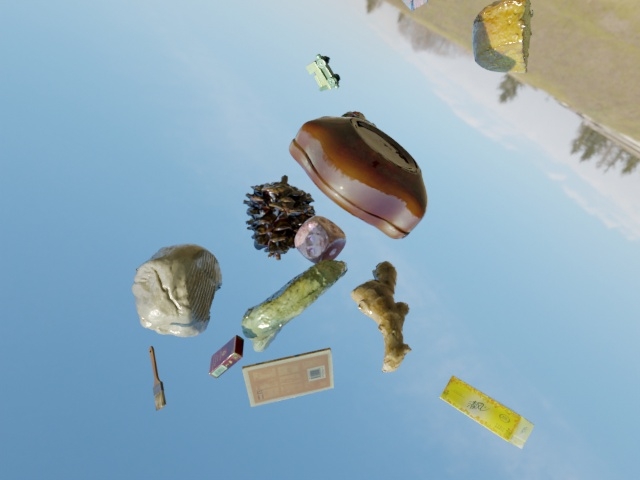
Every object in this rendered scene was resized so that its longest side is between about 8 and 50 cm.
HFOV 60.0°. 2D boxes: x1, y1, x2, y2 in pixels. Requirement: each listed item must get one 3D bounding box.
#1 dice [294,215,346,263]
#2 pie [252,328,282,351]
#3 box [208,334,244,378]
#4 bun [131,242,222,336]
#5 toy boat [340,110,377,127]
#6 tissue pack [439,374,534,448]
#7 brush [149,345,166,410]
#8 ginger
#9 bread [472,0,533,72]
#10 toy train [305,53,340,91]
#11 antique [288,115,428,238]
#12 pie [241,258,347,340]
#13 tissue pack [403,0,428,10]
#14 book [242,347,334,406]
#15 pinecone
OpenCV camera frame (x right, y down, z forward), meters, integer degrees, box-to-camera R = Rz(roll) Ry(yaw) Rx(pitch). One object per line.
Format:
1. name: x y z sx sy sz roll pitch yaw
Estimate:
1. dice: 0.000 0.000 1.340 0.091 0.093 0.094 44 -162 25
2. pie: -0.164 0.301 2.096 0.071 0.306 0.306 36 -155 3
3. box: -0.189 0.234 1.115 0.023 0.082 0.052 38 -156 -26
4. bun: -0.424 0.138 1.600 0.204 0.282 0.281 -4 -159 14
5. toy boat: 0.077 -0.270 1.348 0.071 0.089 0.185 41 -144 7
6. tissue pack: 0.357 0.366 1.194 0.176 0.062 0.095 27 173 44
7. brush: -0.421 0.348 1.417 0.014 0.043 0.170 11 -131 -45
8. ginger: 0.168 0.186 1.472 0.147 0.081 0.334 3 -132 -19
9. bread: 0.425 -0.474 1.296 0.139 0.143 0.229 -2 174 22
10. toy train: 0.010 -0.531 1.764 0.122 0.081 0.050 57 -138 -19
11. antique: 0.080 -0.127 1.017 0.278 0.129 0.223 43 -152 7
12. pie: -0.062 0.121 1.210 0.078 0.277 0.277 51 -154 0
13. tissue pack: 0.215 -0.686 1.418 0.155 0.065 0.115 57 178 21
14. book: -0.084 0.375 1.518 0.241 0.170 0.018 -10 -141 -8
15. pinecone: -0.123 -0.076 1.766 0.243 0.243 0.257 -16 -93 -57
